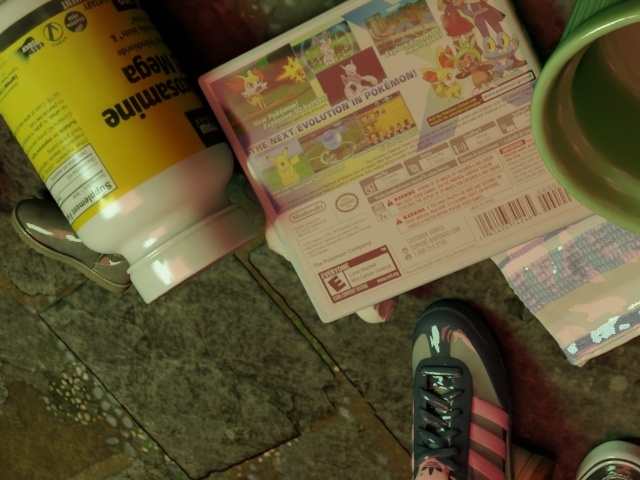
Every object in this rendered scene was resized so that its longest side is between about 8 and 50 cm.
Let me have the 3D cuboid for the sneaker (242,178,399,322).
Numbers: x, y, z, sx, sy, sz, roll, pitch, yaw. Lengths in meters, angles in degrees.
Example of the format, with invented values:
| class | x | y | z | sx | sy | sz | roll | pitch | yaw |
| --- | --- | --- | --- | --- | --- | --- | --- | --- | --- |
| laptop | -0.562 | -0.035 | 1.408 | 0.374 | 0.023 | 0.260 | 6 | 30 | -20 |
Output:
| class | x | y | z | sx | sy | sz | roll | pitch | yaw |
| --- | --- | --- | --- | --- | --- | --- | --- | --- | --- |
| sneaker | 0.000 | 0.000 | 1.404 | 0.115 | 0.090 | 0.232 | -29 | 97 | 40 |

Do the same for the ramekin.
| class | x | y | z | sx | sy | sz | roll | pitch | yaw |
| --- | --- | --- | --- | --- | --- | --- | --- | --- | --- |
| ramekin | 0.346 | -0.139 | 1.073 | 0.303 | 0.148 | 0.303 | 14 | 146 | 10 |

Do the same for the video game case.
| class | x | y | z | sx | sy | sz | roll | pitch | yaw |
| --- | --- | --- | --- | --- | --- | --- | --- | --- | --- |
| video game case | 0.079 | -0.103 | 1.267 | 0.329 | 0.036 | 0.300 | -23 | 100 | 22 |

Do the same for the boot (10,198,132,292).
| class | x | y | z | sx | sy | sz | roll | pitch | yaw |
| --- | --- | --- | --- | --- | --- | --- | --- | --- | --- |
| boot | -0.254 | -0.046 | 1.479 | 0.190 | 0.076 | 0.208 | 29 | 134 | -12 |

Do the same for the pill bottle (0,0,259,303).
| class | x | y | z | sx | sy | sz | roll | pitch | yaw |
| --- | --- | --- | --- | --- | --- | --- | --- | --- | --- |
| pill bottle | -0.211 | -0.109 | 1.311 | 0.188 | 0.188 | 0.334 | -32 | 90 | 34 |

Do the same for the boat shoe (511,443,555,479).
| class | x | y | z | sx | sy | sz | roll | pitch | yaw |
| --- | --- | --- | --- | --- | --- | --- | --- | --- | --- |
| boat shoe | 0.191 | 0.371 | 1.533 | 0.098 | 0.109 | 0.302 | 27 | 120 | 17 |

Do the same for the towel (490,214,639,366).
| class | x | y | z | sx | sy | sz | roll | pitch | yaw |
| --- | --- | --- | --- | --- | --- | --- | --- | --- | --- |
| towel | 0.268 | -0.009 | 1.308 | 0.209 | 0.034 | 0.285 | -32 | 103 | 34 |

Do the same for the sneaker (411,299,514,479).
| class | x | y | z | sx | sy | sz | roll | pitch | yaw |
| --- | --- | --- | --- | --- | --- | --- | --- | --- | --- |
| sneaker | 0.150 | 0.230 | 1.395 | 0.112 | 0.131 | 0.319 | -9 | 92 | 32 |

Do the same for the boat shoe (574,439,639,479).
| class | x | y | z | sx | sy | sz | roll | pitch | yaw |
| --- | --- | --- | --- | --- | --- | --- | --- | --- | --- |
| boat shoe | 0.329 | 0.373 | 1.474 | 0.108 | 0.102 | 0.301 | 20 | 125 | 11 |
